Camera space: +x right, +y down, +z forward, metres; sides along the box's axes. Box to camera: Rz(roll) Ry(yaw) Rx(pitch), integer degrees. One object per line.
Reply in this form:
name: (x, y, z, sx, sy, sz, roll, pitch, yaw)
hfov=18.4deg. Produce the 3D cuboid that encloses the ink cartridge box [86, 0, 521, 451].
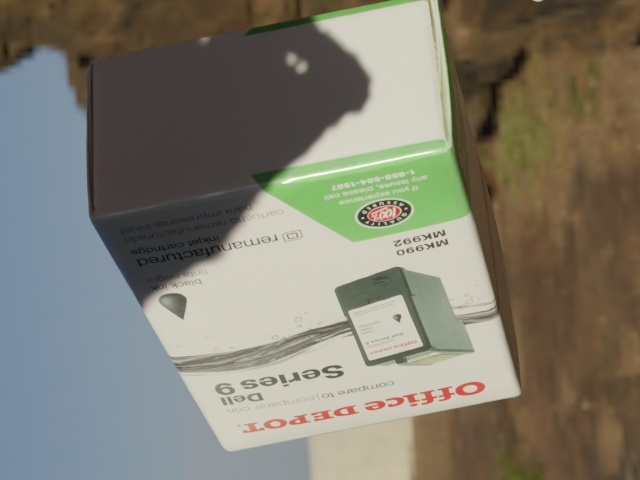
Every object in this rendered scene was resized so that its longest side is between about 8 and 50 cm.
ink cartridge box: (0.000, 0.000, 1.216, 0.289, 0.211, 0.121, 67, -165, -54)
